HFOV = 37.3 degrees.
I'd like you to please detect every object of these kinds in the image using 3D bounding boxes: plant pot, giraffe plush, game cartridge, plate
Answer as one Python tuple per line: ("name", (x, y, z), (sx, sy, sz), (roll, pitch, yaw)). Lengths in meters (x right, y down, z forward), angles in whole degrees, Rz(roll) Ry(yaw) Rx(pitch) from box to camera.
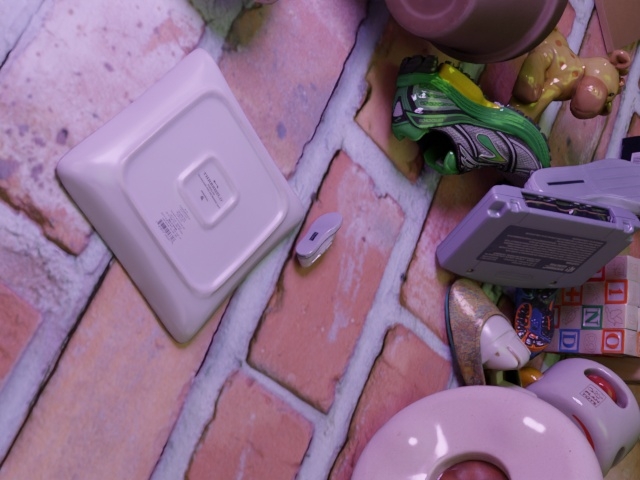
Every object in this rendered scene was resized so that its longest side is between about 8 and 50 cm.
("plant pot", (0.203, -0.377, 1.371), (0.229, 0.263, 0.263), (-27, 105, -52))
("giraffe plush", (0.425, -0.267, 1.612), (0.181, 0.170, 0.210), (60, 52, -78))
("game cartridge", (0.343, 0.004, 1.524), (0.294, 0.196, 0.060), (9, 47, -27))
("plate", (-0.150, -0.060, 1.179), (0.278, 0.045, 0.277), (-48, 119, -34))

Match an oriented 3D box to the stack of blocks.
("stack of blocks", (0.494, 0.058, 1.699), (0.087, 0.171, 0.297), (14, 76, -42))

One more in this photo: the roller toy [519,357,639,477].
("roller toy", (0.425, 0.306, 1.597), (0.146, 0.191, 0.209), (-26, 105, -41))

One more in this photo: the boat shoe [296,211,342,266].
("boat shoe", (0.000, 0.000, 1.329), (0.100, 0.035, 0.035), (-52, 148, -37))

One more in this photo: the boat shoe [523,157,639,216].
("boat shoe", (0.456, -0.071, 1.595), (0.302, 0.094, 0.109), (-1, 53, -24))

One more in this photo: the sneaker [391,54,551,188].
("sneaker", (0.233, -0.156, 1.514), (0.343, 0.134, 0.146), (26, 80, -33))

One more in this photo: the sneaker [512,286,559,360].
("sneaker", (0.367, 0.113, 1.645), (0.087, 0.083, 0.221), (98, 13, -51))

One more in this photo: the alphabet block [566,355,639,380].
("alphabet block", (0.594, 0.172, 1.767), (0.192, 0.197, 0.193), (17, 75, -43))

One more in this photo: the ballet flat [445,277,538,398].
("ballet flat", (0.293, 0.227, 1.532), (0.123, 0.123, 0.349), (-17, 98, -43))

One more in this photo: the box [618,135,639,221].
("box", (0.710, -0.110, 1.962), (0.207, 0.108, 0.153), (31, 66, -39))

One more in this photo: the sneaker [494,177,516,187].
("sneaker", (0.353, -0.058, 1.654), (0.089, 0.051, 0.170), (-20, 97, -38))

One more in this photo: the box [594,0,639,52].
("box", (0.613, -0.503, 1.960), (0.164, 0.021, 0.201), (-28, 106, -41))

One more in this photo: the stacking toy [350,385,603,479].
("stacking toy", (0.260, 0.479, 1.407), (0.350, 0.350, 0.480), (-54, 140, -32))

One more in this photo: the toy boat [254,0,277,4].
("toy boat", (-0.059, -0.441, 1.246), (0.318, 0.148, 0.267), (-15, 92, -36))
